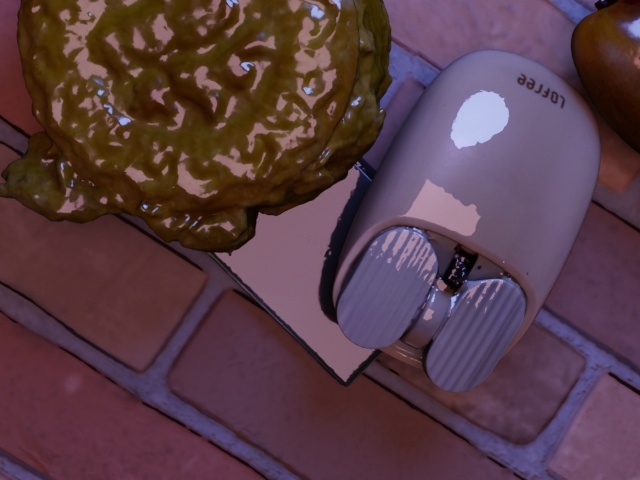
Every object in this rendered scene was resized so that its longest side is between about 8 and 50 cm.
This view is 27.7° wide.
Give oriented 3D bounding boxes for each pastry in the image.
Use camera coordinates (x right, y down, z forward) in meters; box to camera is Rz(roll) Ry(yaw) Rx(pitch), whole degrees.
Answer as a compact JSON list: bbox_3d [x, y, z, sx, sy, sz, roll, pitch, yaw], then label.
[{"bbox_3d":[-0.072,-0.114,0.862,0.240,0.132,0.235,12,97,6],"label":"pastry"}]

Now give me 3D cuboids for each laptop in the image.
[{"bbox_3d":[0.000,0.000,0.931,0.180,0.016,0.129,45,88,-5],"label":"laptop"}]

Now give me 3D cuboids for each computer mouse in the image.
[{"bbox_3d":[0.105,-0.018,0.896,0.145,0.082,0.236,30,83,-9],"label":"computer mouse"}]

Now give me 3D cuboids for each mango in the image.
[{"bbox_3d":[0.299,-0.099,0.904,0.268,0.111,0.133,13,76,-5],"label":"mango"}]
